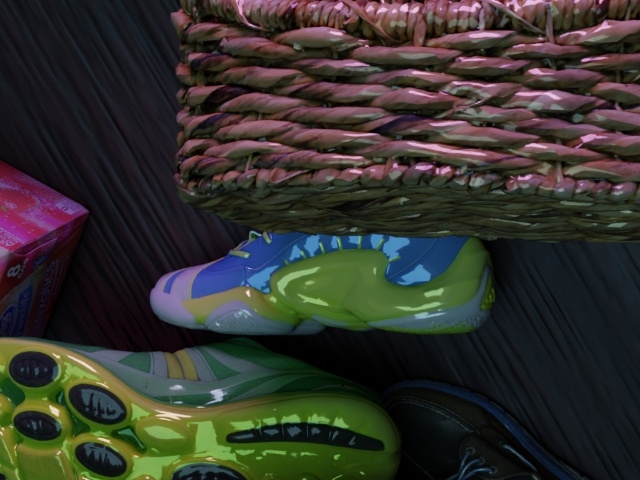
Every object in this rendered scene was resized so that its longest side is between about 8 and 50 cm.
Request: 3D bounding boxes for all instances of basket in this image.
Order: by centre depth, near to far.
[{"bbox_3d":[0.076,-0.118,0.818,0.299,0.213,0.223,3,84,18],"label":"basket"}]

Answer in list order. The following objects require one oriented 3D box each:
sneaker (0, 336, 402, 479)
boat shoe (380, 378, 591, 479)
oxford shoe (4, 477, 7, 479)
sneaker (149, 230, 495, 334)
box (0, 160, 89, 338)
[{"bbox_3d":[-0.093,0.121,0.981,0.295,0.123,0.109,9,101,6],"label":"sneaker"},{"bbox_3d":[0.115,0.155,0.990,0.183,0.066,0.066,29,112,10],"label":"boat shoe"},{"bbox_3d":[-0.161,0.347,1.098,0.169,0.130,0.449,6,102,15],"label":"oxford shoe"},{"bbox_3d":[0.000,0.000,0.989,0.240,0.091,0.126,-1,86,19],"label":"sneaker"},{"bbox_3d":[-0.314,-0.014,1.057,0.257,0.122,0.128,29,111,9],"label":"box"}]
